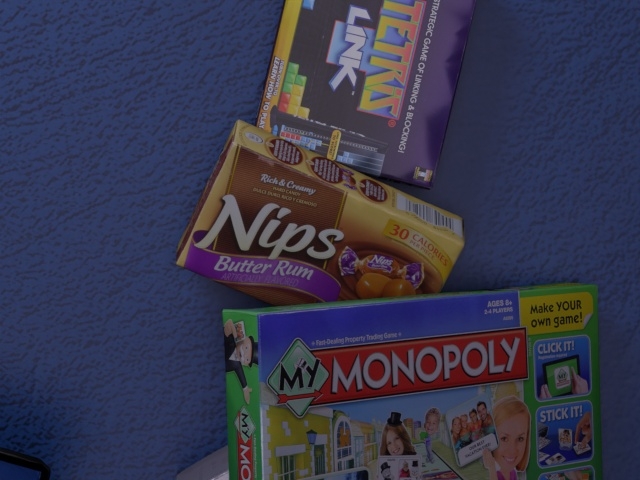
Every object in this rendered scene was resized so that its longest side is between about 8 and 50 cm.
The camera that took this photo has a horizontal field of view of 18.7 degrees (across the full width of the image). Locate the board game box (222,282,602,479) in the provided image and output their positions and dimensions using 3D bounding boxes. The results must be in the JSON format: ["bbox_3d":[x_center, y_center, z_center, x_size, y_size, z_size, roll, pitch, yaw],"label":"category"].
[{"bbox_3d":[0.074,0.145,1.375,0.317,0.046,0.214,-4,94,-37],"label":"board game box"}]

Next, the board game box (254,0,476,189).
[{"bbox_3d":[0.034,-0.136,1.448,0.141,0.048,0.170,13,91,-1],"label":"board game box"}]

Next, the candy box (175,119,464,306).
[{"bbox_3d":[0.000,0.000,1.425,0.186,0.053,0.109,24,113,-9],"label":"candy box"}]

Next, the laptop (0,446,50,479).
[{"bbox_3d":[-0.330,0.243,1.373,0.234,0.136,0.264,16,91,-2],"label":"laptop"}]

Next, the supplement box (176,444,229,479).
[{"bbox_3d":[-0.019,0.267,1.418,0.073,0.130,0.239,-29,94,-2],"label":"supplement box"}]
